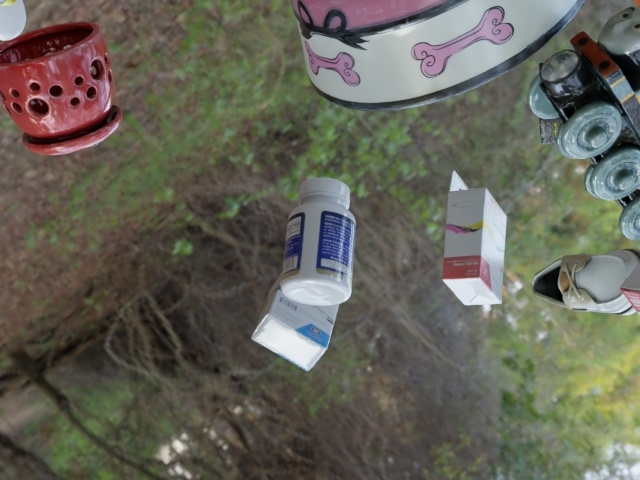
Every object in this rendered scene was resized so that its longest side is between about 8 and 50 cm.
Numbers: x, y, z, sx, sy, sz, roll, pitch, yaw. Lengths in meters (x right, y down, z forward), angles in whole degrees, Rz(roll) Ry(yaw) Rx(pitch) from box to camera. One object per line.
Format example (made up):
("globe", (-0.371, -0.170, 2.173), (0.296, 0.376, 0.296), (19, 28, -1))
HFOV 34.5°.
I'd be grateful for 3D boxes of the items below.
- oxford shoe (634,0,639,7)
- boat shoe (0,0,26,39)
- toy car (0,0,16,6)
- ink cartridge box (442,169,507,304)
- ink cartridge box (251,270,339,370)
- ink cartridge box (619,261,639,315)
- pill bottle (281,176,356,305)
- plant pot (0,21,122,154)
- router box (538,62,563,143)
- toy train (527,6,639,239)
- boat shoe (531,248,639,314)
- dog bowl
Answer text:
("oxford shoe", (0.571, -0.387, 1.602), (0.132, 0.130, 0.364), (-32, -153, 13))
("boat shoe", (-0.619, -0.485, 1.790), (0.108, 0.301, 0.102), (-37, -161, 9))
("toy car", (-0.511, -0.370, 1.321), (0.053, 0.239, 0.225), (-22, -153, 23))
("ink cartridge box", (0.252, -0.008, 1.668), (0.067, 0.115, 0.198), (-5, -116, 26))
("ink cartridge box", (-0.047, 0.157, 2.119), (0.082, 0.139, 0.191), (-55, -172, 28))
("ink cartridge box", (0.544, 0.090, 1.437), (0.158, 0.218, 0.092), (-47, -162, -17))
("pill bottle", (0.000, 0.000, 1.646), (0.112, 0.112, 0.187), (142, -41, -58))
("plant pot", (-0.422, -0.240, 1.659), (0.191, 0.174, 0.191), (-10, -153, 5))
("router box", (0.377, -0.203, 1.457), (0.133, 0.046, 0.179), (-4, -147, 15))
("toy train", (0.398, -0.142, 1.283), (0.190, 0.334, 0.142), (-37, -141, 11))
("boat shoe", (0.462, 0.077, 1.780), (0.103, 0.113, 0.302), (2, 169, -11))
("dog bowl", (0.137, -0.355, 1.336), (0.408, 0.150, 0.408), (-19, -142, 16))
